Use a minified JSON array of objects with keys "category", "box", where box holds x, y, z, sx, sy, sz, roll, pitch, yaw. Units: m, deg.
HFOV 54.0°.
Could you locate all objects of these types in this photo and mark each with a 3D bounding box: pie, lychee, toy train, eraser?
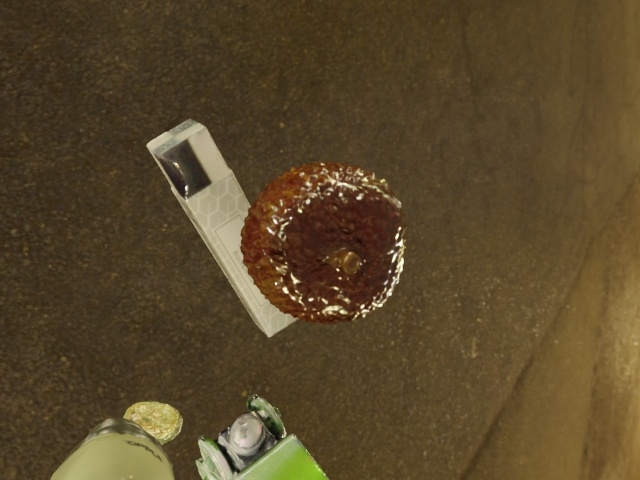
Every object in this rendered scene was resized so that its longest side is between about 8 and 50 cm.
[{"category":"pie","box":[-0.227,0.248,0.848,0.084,0.084,0.021,-20,131,-51]},{"category":"lychee","box":[0.005,0.002,0.705,0.194,0.194,0.195,-5,97,-53]},{"category":"toy train","box":[-0.117,0.462,1.232,0.173,0.249,0.307,-32,158,-30]},{"category":"eraser","box":[-0.156,-0.013,1.107,0.096,0.098,0.404,-33,122,-13]}]

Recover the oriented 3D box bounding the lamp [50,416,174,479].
[{"category":"lamp","box":[-0.165,0.198,0.500,0.101,0.250,0.101,-1,94,-17]}]
